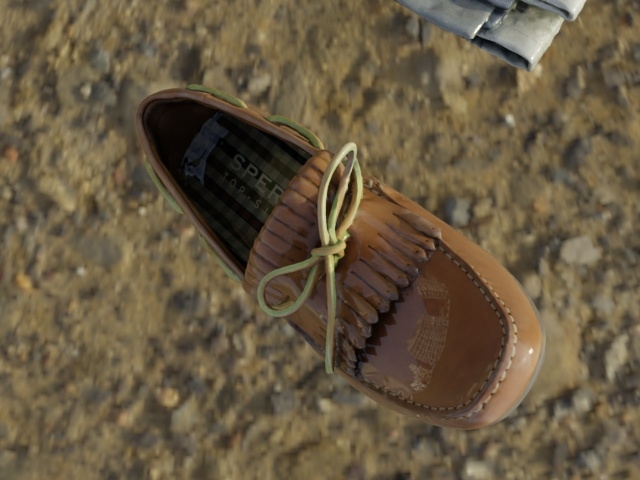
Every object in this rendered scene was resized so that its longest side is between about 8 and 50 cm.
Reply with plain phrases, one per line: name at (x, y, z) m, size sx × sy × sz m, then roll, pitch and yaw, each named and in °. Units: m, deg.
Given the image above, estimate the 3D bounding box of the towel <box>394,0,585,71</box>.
towel at (0.124, -0.341, 1.387) m, size 0.312 × 0.056 × 0.324 m, roll 29°, pitch 78°, yaw 5°

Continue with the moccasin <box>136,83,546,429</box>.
moccasin at (0.002, -0.002, 1.114) m, size 0.139 × 0.380 × 0.147 m, roll -51°, pitch 141°, yaw 10°
